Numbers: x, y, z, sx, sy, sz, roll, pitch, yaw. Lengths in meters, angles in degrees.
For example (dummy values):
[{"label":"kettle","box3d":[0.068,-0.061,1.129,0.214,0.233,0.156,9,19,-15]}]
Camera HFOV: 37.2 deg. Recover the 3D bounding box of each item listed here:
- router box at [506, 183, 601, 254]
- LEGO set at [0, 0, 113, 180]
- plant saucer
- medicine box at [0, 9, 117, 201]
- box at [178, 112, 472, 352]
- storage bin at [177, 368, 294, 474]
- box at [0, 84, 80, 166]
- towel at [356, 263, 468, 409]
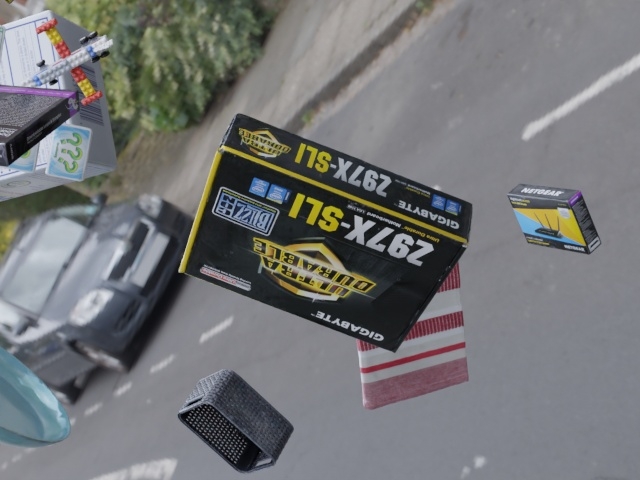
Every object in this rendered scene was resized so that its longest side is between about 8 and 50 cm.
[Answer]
[{"label":"router box","box3d":[0.482,-0.046,1.970,0.046,0.133,0.179,-38,24,-22]},{"label":"LEGO set","box3d":[-0.368,-0.195,1.196,0.060,0.182,0.244,-112,36,-64]},{"label":"plant saucer","box3d":[-0.521,0.216,1.441,0.044,0.317,0.317,-51,17,-1]},{"label":"medicine box","box3d":[-0.534,-0.223,1.663,0.149,0.289,0.263,9,-111,-74]},{"label":"box","box3d":[0.000,0.000,1.228,0.257,0.322,0.079,116,173,-46]},{"label":"storage bin","box3d":[-0.154,0.331,1.729,0.122,0.180,0.084,-30,22,45]},{"label":"box","box3d":[-0.339,-0.124,0.990,0.162,0.116,0.029,-62,-24,-60]},{"label":"towel","box3d":[0.177,0.160,1.908,0.037,0.237,0.329,-152,53,-65]}]
